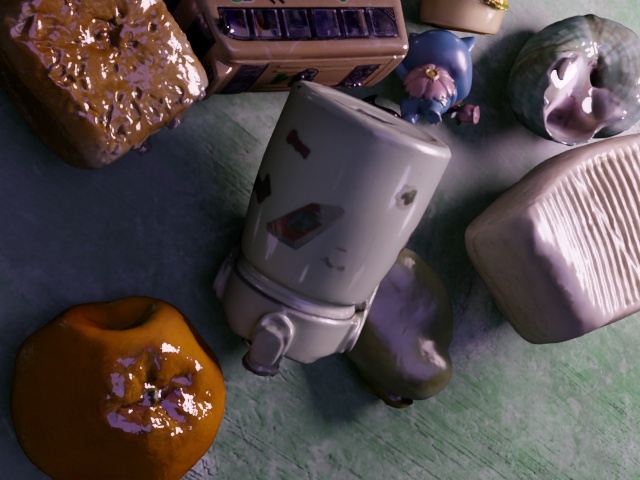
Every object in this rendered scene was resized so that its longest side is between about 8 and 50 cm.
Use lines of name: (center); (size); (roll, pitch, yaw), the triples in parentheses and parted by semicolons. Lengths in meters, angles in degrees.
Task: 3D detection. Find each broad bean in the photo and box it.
broad bean: (0.104, 0.121, 1.318); (0.169, 0.100, 0.227); (-1, 92, -15)

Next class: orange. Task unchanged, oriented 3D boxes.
orange: (-0.224, 0.185, 1.091); (0.249, 0.183, 0.248); (0, 89, -29)

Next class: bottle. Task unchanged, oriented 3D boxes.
bottle: (0.000, 0.000, 1.179); (0.229, 0.229, 0.351); (15, 106, -28)

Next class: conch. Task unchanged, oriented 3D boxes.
conch: (0.400, -0.234, 1.440); (0.277, 0.196, 0.220); (23, 65, -55)

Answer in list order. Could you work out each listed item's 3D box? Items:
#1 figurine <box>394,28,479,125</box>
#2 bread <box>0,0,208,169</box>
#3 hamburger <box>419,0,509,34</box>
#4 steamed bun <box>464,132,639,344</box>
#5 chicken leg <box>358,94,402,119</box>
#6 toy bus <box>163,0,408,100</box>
figurine: (0.158, -0.207, 1.333); (0.144, 0.114, 0.178); (63, 35, -38)
bread: (-0.262, -0.203, 1.069); (0.195, 0.176, 0.246); (-41, 119, -20)
hamburger: (0.202, -0.336, 1.342); (0.127, 0.141, 0.081); (11, 102, 7)
steamed bun: (0.374, -0.005, 1.396); (0.384, 0.236, 0.247); (-29, 95, -32)
chicken leg: (0.101, -0.082, 1.343); (0.106, 0.051, 0.253); (-18, 100, -21)
toy bus: (-0.043, -0.264, 1.189); (0.290, 0.139, 0.157); (-7, 76, -30)
